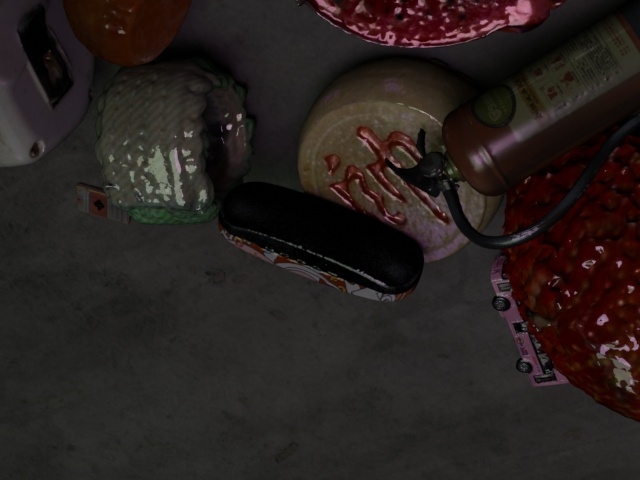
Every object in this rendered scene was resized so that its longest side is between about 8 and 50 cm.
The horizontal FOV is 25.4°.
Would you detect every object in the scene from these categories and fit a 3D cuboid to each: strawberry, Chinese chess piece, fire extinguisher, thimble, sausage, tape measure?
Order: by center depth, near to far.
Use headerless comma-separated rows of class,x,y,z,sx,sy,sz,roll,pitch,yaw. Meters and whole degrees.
fire extinguisher,0.254,-0.127,1.575,0.376,0.200,0.113,-31,123,13
strawberry,0.327,0.034,1.652,0.292,0.343,0.292,8,125,11
sausage,-0.227,-0.332,1.725,0.141,0.153,0.268,47,135,22
Chinese chess piece,0.104,-0.100,1.794,0.270,0.112,0.270,12,129,16
tape measure,-0.389,-0.244,1.805,0.130,0.258,0.265,-5,130,25
thimble,-0.186,-0.125,1.825,0.150,0.219,0.219,1,126,21

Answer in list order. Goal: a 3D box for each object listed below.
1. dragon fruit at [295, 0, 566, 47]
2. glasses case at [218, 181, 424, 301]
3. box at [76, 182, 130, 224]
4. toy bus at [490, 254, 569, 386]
dragon fruit,0.108,-0.398,1.481,0.371,0.249,0.386,-34,112,22
glasses case,0.000,0.000,1.777,0.267,0.103,0.067,22,135,11
box,-0.316,-0.053,2.072,0.083,0.012,0.046,16,131,9
toy bus,0.291,0.106,1.905,0.090,0.063,0.203,-10,123,25
